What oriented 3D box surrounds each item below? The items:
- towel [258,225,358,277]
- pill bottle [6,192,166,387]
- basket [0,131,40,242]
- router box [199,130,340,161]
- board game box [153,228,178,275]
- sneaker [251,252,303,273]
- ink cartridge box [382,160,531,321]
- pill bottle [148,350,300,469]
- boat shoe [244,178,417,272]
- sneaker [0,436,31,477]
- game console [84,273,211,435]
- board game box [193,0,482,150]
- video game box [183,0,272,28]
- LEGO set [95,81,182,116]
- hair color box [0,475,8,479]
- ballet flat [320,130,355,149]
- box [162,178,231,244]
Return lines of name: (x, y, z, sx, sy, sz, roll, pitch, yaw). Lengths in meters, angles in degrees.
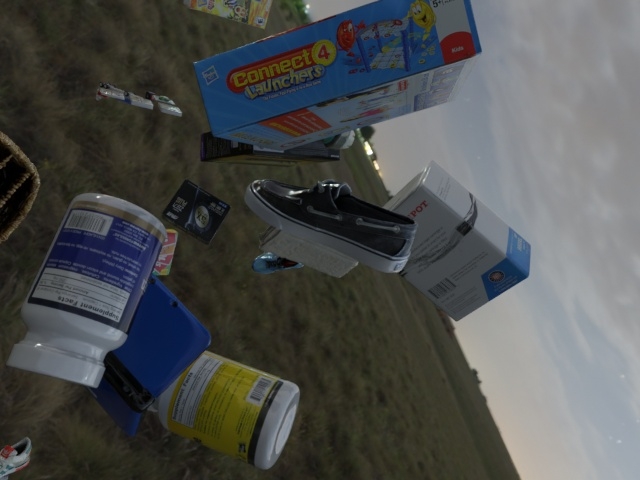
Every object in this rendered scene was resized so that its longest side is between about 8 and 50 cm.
towel: (0.000, 0.000, 1.287, 0.282, 0.187, 0.049, 23, 41, -32)
pill bottle: (-0.348, 0.076, 0.764, 0.153, 0.153, 0.265, 52, 48, -57)
basket: (-0.814, -0.086, 1.206, 0.213, 0.223, 0.299, 51, 58, -38)
router box: (-0.135, -0.256, 1.392, 0.309, 0.243, 0.081, -4, 95, -44)
board game box: (-0.488, 0.029, 1.268, 0.259, 0.124, 0.039, 3, 19, -46)
sneaker: (-0.125, 0.060, 1.485, 0.073, 0.162, 0.063, 12, 67, -84)
ink cartridge box: (0.363, 0.007, 1.483, 0.395, 0.285, 0.166, 40, 41, -6)
pill bottle: (-0.230, 0.354, 1.121, 0.188, 0.334, 0.188, 17, 90, -77)
boat shoe: (0.014, -0.053, 0.835, 0.108, 0.301, 0.102, -37, 148, -55)
sneaker: (-0.703, 0.486, 1.101, 0.057, 0.075, 0.161, 28, 18, 15)
game console: (-0.396, 0.202, 1.027, 0.293, 0.250, 0.173, 43, 47, 12)
board game box: (0.036, -0.209, 0.680, 0.308, 0.302, 0.086, -35, 111, -79)
video game box: (-0.179, -0.582, 1.086, 0.187, 0.205, 0.048, 1, 32, -34)
LEGO set: (-0.454, -0.341, 1.256, 0.182, 0.060, 0.244, 9, 20, -28)
hair color box: (-0.854, 0.677, 1.121, 0.113, 0.374, 0.185, 20, 4, 42)
ballet flat: (0.035, -0.216, 1.013, 0.068, 0.072, 0.213, 26, 11, -18)
box: (-0.416, -0.093, 1.706, 0.180, 0.147, 0.077, 33, -17, -9)
